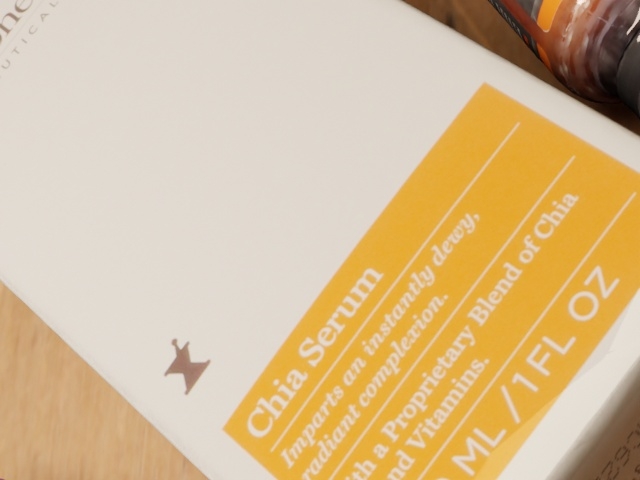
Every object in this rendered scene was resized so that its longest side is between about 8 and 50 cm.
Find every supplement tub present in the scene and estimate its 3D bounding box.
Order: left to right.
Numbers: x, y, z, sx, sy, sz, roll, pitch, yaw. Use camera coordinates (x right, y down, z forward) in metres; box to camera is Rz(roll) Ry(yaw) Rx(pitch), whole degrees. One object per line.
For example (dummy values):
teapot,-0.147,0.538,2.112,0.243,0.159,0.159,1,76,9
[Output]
supplement tub,0.136,-0.140,0.861,0.106,0.106,0.198,-40,52,10

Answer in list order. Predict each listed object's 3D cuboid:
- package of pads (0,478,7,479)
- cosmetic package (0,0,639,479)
package of pads,-0.162,0.273,0.851,0.229,0.101,0.296,8,71,35
cosmetic package,0.000,0.000,0.844,0.453,0.161,0.230,36,89,40
